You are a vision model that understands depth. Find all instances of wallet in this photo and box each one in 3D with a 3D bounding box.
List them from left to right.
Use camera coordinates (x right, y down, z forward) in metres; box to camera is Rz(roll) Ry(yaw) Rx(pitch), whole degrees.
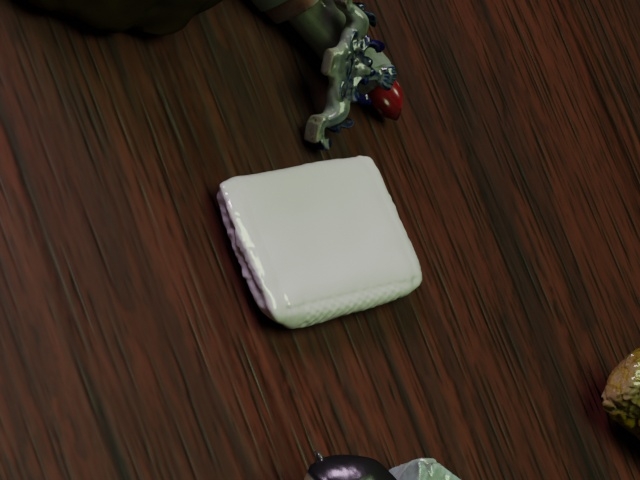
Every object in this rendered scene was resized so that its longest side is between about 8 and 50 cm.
[{"bbox_3d":[0.000,0.000,1.473,0.183,0.032,0.124,-14,79,-47],"label":"wallet"}]

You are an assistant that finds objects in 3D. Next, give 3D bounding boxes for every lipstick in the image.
[{"bbox_3d":[0.010,-0.169,1.566,0.186,0.063,0.057,48,44,-24],"label":"lipstick"}]

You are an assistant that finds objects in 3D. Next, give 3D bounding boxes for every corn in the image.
[{"bbox_3d":[0.351,0.169,1.683,0.262,0.097,0.097,28,50,-31],"label":"corn"}]

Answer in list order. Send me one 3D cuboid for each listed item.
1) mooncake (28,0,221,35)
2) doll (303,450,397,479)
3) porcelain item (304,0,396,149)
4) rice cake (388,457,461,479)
[{"bbox_3d":[-0.136,-0.322,1.405,0.324,0.187,0.324,21,56,-35],"label":"mooncake"},{"bbox_3d":[0.035,0.226,1.342,0.102,0.089,0.179,-123,-172,-79],"label":"doll"},{"bbox_3d":[0.032,-0.136,1.538,0.075,0.021,0.136,9,94,-40],"label":"porcelain item"},{"bbox_3d":[0.145,0.243,1.467,0.245,0.045,0.042,40,47,-23],"label":"rice cake"}]
